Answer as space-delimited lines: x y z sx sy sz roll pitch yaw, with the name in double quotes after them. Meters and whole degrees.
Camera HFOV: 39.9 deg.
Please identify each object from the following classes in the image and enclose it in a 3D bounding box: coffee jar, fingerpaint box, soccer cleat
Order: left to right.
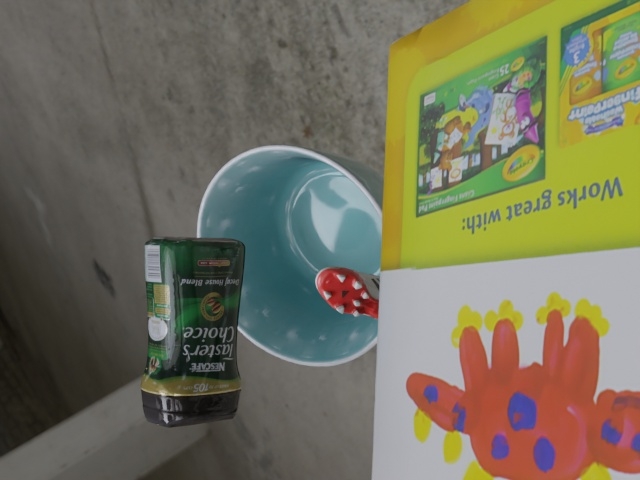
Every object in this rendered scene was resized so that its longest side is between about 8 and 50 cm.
-0.125 0.089 0.866 0.079 0.096 0.184 2 91 49 "coffee jar"
0.028 0.034 0.585 0.029 0.083 0.035 -55 33 19 "soccer cleat"
0.209 0.049 0.298 0.445 0.163 0.371 -17 66 56 "fingerpaint box"

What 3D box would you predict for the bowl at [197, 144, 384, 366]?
0.000 0.000 1.228 0.312 0.163 0.311 11 114 26 "bowl"
